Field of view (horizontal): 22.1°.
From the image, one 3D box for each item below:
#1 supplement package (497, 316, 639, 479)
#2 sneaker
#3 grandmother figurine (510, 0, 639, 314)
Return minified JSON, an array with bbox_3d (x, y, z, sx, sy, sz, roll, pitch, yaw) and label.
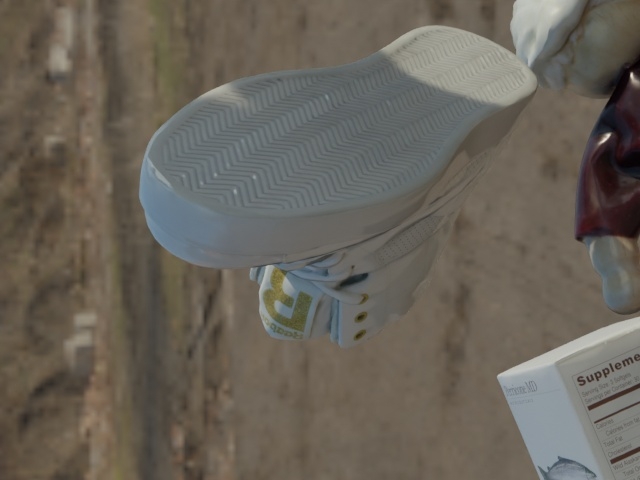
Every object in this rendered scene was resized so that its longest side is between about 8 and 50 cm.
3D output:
[{"bbox_3d":[0.208,0.146,1.061,0.179,0.105,0.105,67,163,4],"label":"supplement package"},{"bbox_3d":[0.000,0.000,0.830,0.108,0.292,0.169,37,122,21],"label":"sneaker"},{"bbox_3d":[0.233,-0.041,0.939,0.342,0.208,0.104,48,174,21],"label":"grandmother figurine"}]
